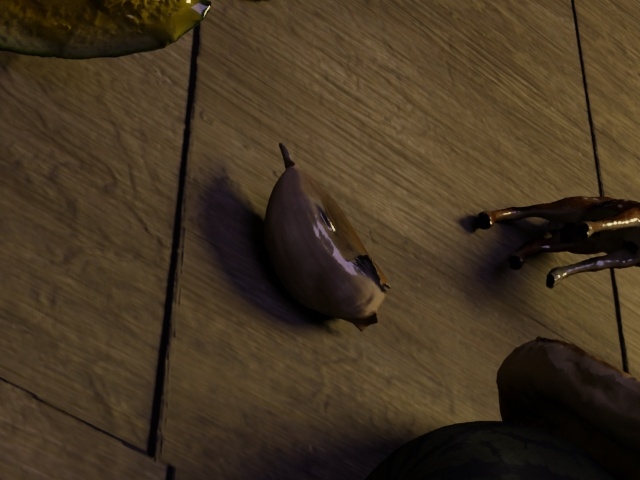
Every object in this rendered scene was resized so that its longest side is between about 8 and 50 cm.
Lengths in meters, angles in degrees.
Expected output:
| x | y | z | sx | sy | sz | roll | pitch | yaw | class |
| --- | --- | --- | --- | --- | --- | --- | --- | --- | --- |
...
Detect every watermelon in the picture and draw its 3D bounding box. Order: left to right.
| x | y | z | sx | sy | sz | roll | pitch | yaw | class |
| --- | --- | --- | --- | --- | --- | --- | --- | --- | --- |
| -0.223 | -0.215 | 1.221 | 0.301 | 0.129 | 0.123 | 35 | 39 | -32 | watermelon |
| 0.113 | 0.219 | 1.143 | 0.212 | 0.212 | 0.212 | 31 | 39 | -28 | watermelon |

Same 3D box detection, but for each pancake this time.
| x | y | z | sx | sy | sz | roll | pitch | yaw | class |
| --- | --- | --- | --- | --- | --- | --- | --- | --- | --- |
| 0.258 | 0.213 | 1.257 | 0.387 | 0.082 | 0.387 | 44 | -12 | 12 | pancake |

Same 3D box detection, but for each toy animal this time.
| x | y | z | sx | sy | sz | roll | pitch | yaw | class |
| --- | --- | --- | --- | --- | --- | --- | --- | --- | --- |
| 0.294 | -0.009 | 1.564 | 0.260 | 0.087 | 0.243 | -7 | 22 | -32 | toy animal |

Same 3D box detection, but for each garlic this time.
| x | y | z | sx | sy | sz | roll | pitch | yaw | class |
| --- | --- | --- | --- | --- | --- | --- | --- | --- | --- |
| -0.006 | 0.005 | 1.342 | 0.152 | 0.066 | 0.084 | 53 | 6 | -4 | garlic |
